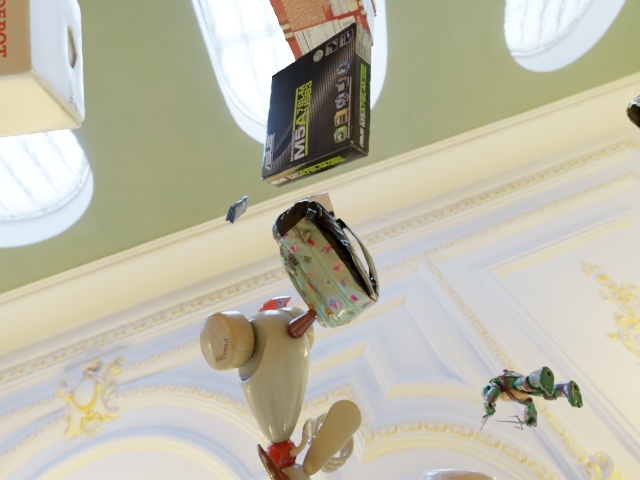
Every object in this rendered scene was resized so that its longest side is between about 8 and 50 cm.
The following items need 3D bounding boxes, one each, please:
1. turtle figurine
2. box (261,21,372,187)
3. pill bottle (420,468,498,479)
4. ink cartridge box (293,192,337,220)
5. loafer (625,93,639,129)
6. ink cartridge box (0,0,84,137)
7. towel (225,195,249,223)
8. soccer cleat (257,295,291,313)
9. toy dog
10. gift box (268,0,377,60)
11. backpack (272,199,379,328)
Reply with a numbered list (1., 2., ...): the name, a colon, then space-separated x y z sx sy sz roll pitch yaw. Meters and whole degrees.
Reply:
1. turtle figurine: 0.418 0.337 0.912 0.175 0.234 0.118 12 -124 -23
2. box: -0.009 -0.190 0.622 0.184 0.045 0.190 -10 -110 41
3. pill bottle: 0.296 0.641 0.857 0.170 0.169 0.301 -3 -125 10
4. ink cartridge box: 0.000 0.000 1.067 0.092 0.218 0.158 -16 -108 -2
5. loafer: 0.449 -0.105 0.494 0.092 0.102 0.268 -25 -144 30
6. ink cartridge box: -0.626 -0.320 0.685 0.395 0.166 0.285 -9 -103 -6
7. towel: -0.272 -0.103 1.408 0.029 0.067 0.119 27 -152 4
8. soccer cleat: -0.081 0.263 1.071 0.095 0.083 0.247 -20 -97 -4
9. toy dog: -0.029 0.223 0.580 0.161 0.333 0.220 -29 -178 40
10. gift box: 0.034 -0.643 1.120 0.277 0.255 0.258 -6 -127 15
11. backpack: 0.010 0.039 0.646 0.115 0.152 0.182 -37 -104 15
